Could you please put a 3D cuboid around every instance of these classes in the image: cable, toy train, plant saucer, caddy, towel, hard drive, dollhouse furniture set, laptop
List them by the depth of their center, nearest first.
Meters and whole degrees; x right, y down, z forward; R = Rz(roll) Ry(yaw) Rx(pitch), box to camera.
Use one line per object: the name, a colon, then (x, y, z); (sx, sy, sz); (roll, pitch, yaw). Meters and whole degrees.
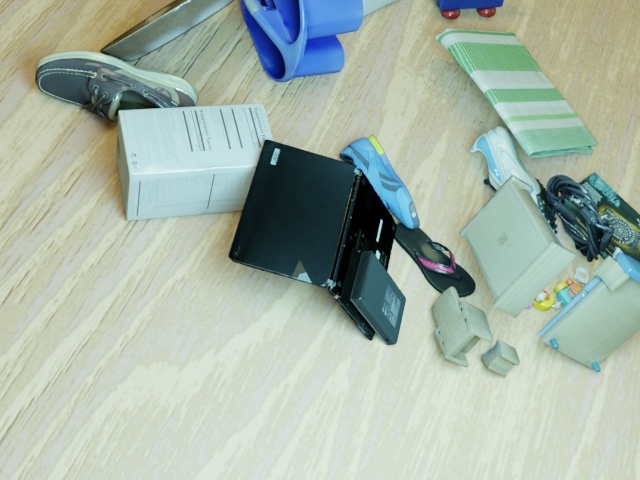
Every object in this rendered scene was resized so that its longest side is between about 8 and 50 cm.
hard drive: (0.095, 0.093, 1.393); (0.022, 0.135, 0.094); (-6, 50, 30)
laptop: (0.000, 0.000, 1.407); (0.136, 0.264, 0.234); (-4, 55, 29)
dollhouse furniture set: (0.381, 0.091, 1.450); (0.303, 0.286, 0.198); (27, 27, -25)
toy train: (0.402, 0.065, 1.524); (0.166, 0.046, 0.125); (11, 57, -5)
cable: (0.447, -0.037, 1.527); (0.047, 0.184, 0.150); (-37, 68, -3)
plant saucer: (-0.254, -0.405, 1.567); (0.310, 0.310, 0.050); (-43, 112, -31)
caddy: (-0.063, -0.459, 1.641); (0.179, 0.241, 0.341); (-7, 59, -24)
towel: (0.388, -0.294, 1.713); (0.248, 0.038, 0.325); (-9, 59, -42)
toy train: (0.354, -0.565, 1.894); (0.248, 0.105, 0.143); (-8, 47, -17)

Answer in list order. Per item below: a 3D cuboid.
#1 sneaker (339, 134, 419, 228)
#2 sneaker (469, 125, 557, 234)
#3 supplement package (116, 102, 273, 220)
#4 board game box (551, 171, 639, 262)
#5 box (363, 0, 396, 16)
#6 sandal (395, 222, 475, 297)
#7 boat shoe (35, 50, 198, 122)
sneaker: (0.104, -0.094, 1.550); (0.082, 0.069, 0.209); (-26, 63, -6)
sneaker: (0.360, -0.097, 1.610); (0.085, 0.086, 0.237); (-5, 64, -59)
supplement package: (-0.209, -0.132, 1.456); (0.244, 0.139, 0.134); (-6, 60, -19)
board game box: (0.539, -0.033, 1.630); (0.126, 0.026, 0.186); (-31, 69, -28)
box: (0.028, -0.647, 1.823); (0.215, 0.168, 0.345); (-31, 70, -27)
sandal: (0.196, 0.029, 1.503); (0.067, 0.040, 0.179); (-34, 70, -30)
boat shoe: (-0.359, -0.255, 1.526); (0.285, 0.103, 0.092); (11, 51, -13)
